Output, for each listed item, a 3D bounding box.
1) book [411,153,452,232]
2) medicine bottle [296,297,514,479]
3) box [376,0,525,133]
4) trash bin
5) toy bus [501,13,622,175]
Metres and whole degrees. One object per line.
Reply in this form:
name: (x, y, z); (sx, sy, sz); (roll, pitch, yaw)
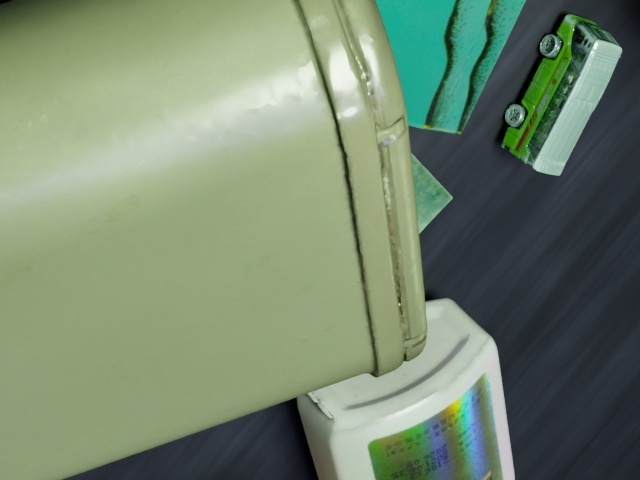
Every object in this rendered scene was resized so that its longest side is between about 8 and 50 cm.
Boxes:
book: (0.000, 0.000, 0.734); (0.135, 0.017, 0.103); (-47, 137, 2)
medicine bottle: (0.060, 0.143, 0.840); (0.115, 0.078, 0.219); (-30, 134, -17)
box: (0.008, -0.140, 0.619); (0.226, 0.042, 0.161); (7, 118, -39)
trash bin: (-0.091, 0.000, 0.561); (0.247, 0.121, 0.243); (-20, 142, -9)
toy bus: (0.133, -0.080, 0.757); (0.031, 0.037, 0.083); (8, 115, -40)
